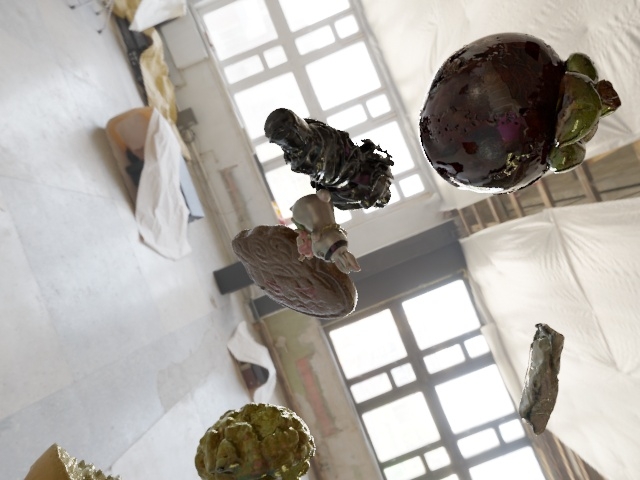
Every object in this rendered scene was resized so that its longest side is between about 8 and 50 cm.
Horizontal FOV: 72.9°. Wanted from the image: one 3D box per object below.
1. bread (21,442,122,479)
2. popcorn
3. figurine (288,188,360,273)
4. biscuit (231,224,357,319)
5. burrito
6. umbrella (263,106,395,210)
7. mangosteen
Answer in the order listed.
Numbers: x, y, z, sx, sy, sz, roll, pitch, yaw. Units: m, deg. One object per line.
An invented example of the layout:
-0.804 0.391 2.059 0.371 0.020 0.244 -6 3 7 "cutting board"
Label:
-0.162 0.307 0.277 0.211 0.224 0.183 16 -30 45 "bread"
-0.118 0.403 0.805 0.169 0.218 0.189 -94 -178 -68 "popcorn"
0.006 -0.001 0.722 0.098 0.081 0.146 -41 -112 58 "figurine"
-0.058 0.074 0.918 0.049 0.273 0.257 -56 133 -36 "biscuit"
0.417 0.262 0.819 0.058 0.063 0.229 -24 119 -48 "burrito"
0.010 -0.136 0.733 0.337 0.154 0.128 15 73 -48 "umbrella"
0.195 -0.125 0.434 0.180 0.166 0.166 13 -41 42 "mangosteen"
